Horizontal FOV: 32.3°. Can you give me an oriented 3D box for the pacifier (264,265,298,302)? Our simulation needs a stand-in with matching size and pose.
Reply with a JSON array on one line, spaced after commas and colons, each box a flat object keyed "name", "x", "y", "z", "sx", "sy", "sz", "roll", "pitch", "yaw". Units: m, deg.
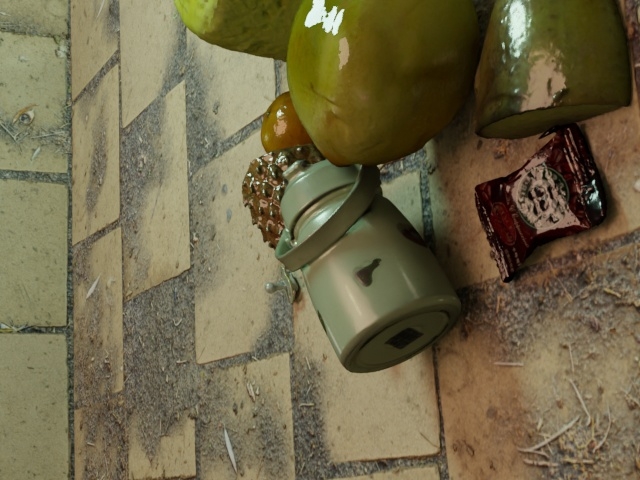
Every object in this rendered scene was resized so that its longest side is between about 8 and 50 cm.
[{"name": "pacifier", "x": -0.080, "y": 0.093, "z": 2.199, "sx": 0.068, "sy": 0.064, "sz": 0.083, "roll": 96, "pitch": 157, "yaw": -43}]

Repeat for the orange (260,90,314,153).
[{"name": "orange", "x": -0.049, "y": -0.214, "z": 2.103, "sx": 0.156, "sy": 0.124, "sz": 0.156, "roll": -37, "pitch": 42, "yaw": 43}]

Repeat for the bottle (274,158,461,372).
[{"name": "bottle", "x": 0.052, "y": 0.010, "z": 1.742, "sx": 0.229, "sy": 0.229, "sz": 0.351, "roll": -53, "pitch": 54, "yaw": 45}]

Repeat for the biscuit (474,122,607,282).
[{"name": "biscuit", "x": 0.296, "y": -0.050, "z": 1.533, "sx": 0.235, "sy": 0.063, "sz": 0.151, "roll": -38, "pitch": 66, "yaw": 48}]

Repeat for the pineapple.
[{"name": "pineapple", "x": 0.000, "y": 0.000, "z": 1.955, "sx": 0.202, "sy": 0.202, "sz": 0.362, "roll": -48, "pitch": 59, "yaw": 48}]

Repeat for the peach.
[{"name": "peach", "x": 0.087, "y": -0.282, "z": 1.690, "sx": 0.281, "sy": 0.314, "sz": 0.315, "roll": 30, "pitch": 132, "yaw": 35}]

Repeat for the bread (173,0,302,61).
[{"name": "bread", "x": -0.105, "y": -0.504, "z": 2.057, "sx": 0.348, "sy": 0.308, "sz": 0.348, "roll": -1, "pitch": 88, "yaw": 58}]

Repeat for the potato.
[{"name": "potato", "x": 0.291, "y": -0.284, "z": 1.521, "sx": 0.269, "sy": 0.112, "sz": 0.255, "roll": -12, "pitch": 76, "yaw": 58}]
